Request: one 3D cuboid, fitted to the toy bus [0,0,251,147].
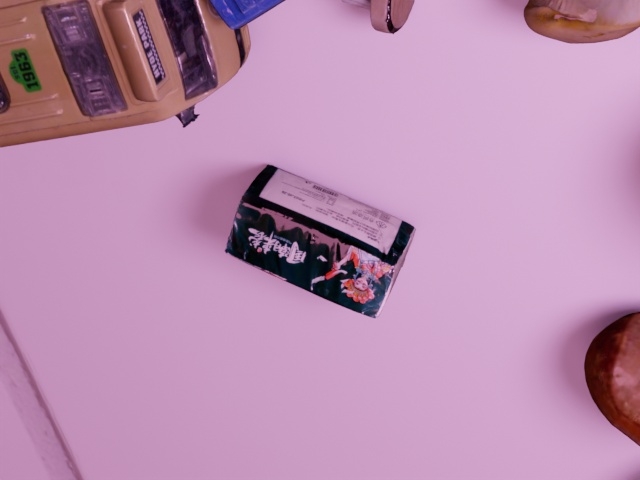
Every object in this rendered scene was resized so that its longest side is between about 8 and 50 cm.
[{"bbox_3d":[-0.262,-0.183,1.054,0.365,0.202,0.177,-7,118,21],"label":"toy bus"}]

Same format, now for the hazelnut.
[{"bbox_3d":[0.331,0.136,1.096,0.154,0.143,0.143,20,125,16],"label":"hazelnut"}]

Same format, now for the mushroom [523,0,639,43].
[{"bbox_3d":[0.234,-0.300,0.861,0.159,0.122,0.328,14,125,21],"label":"mushroom"}]

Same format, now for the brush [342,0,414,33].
[{"bbox_3d":[0.051,-0.334,0.941,0.065,0.070,0.327,16,123,22],"label":"brush"}]

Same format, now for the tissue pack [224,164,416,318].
[{"bbox_3d":[0.001,0.001,1.136,0.170,0.103,0.090,23,118,4],"label":"tissue pack"}]

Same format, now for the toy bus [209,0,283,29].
[{"bbox_3d":[-0.006,-0.252,0.921,0.236,0.094,0.079,-22,100,42],"label":"toy bus"}]
